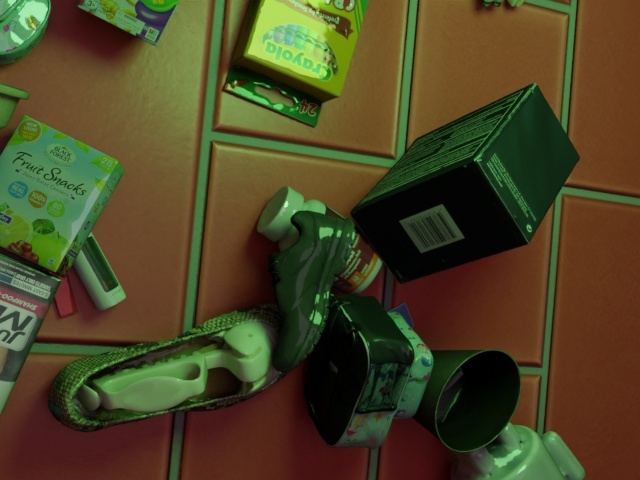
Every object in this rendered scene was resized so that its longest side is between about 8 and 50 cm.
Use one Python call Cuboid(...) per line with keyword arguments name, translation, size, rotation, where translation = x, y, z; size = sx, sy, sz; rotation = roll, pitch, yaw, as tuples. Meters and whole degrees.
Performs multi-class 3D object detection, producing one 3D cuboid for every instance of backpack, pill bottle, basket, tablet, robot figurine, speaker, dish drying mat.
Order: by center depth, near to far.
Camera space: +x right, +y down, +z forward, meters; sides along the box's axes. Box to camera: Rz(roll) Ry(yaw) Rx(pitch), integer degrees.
Cuboid(name="backpack", translation=(-0.522, -0.375, 1.287), size=(0.188, 0.144, 0.166), rotation=(41, 69, -21))
Cuboid(name="speaker", translation=(-0.383, 0.051, 1.390), size=(0.055, 0.055, 0.136), rotation=(-30, 101, -20))
Cuboid(name="dish drying mat", translation=(-0.438, 0.086, 1.391), size=(0.032, 0.008, 0.083), rotation=(-17, 96, -21))
Cuboid(name="backpack", translation=(0.073, 0.245, 1.485), size=(0.191, 0.225, 0.253), rotation=(10, 110, -26))
Cuboid(name="pill bottle", translation=(0.000, 0.000, 1.517), size=(0.221, 0.121, 0.121), rotation=(33, 77, -20))
Cuboid(name="basket", translation=(0.239, 0.284, 1.561), size=(0.204, 0.227, 0.154), rotation=(-46, 106, -16))
Cuboid(name="tablet", translation=(0.145, 0.166, 1.640), size=(0.083, 0.006, 0.054), rotation=(-26, 100, -20))
Cuboid(name="robot figurine", translation=(0.396, 0.514, 1.641), size=(0.300, 0.200, 0.353), rotation=(-34, 103, -11))

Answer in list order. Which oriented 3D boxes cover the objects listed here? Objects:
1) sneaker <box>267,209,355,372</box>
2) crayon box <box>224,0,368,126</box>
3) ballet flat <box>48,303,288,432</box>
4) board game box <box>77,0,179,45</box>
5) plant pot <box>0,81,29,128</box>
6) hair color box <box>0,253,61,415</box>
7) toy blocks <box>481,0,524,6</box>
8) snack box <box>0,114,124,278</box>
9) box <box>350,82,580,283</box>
Cuboid(name="sneaker", translation=(-0.040, 0.082, 1.405), size=(0.130, 0.109, 0.286), rotation=(20, 78, -9))
Cuboid(name="crayon box", translation=(-0.034, -0.396, 1.527), size=(0.202, 0.081, 0.318), rotation=(18, 83, -22))
Cuboid(name="ballet flat", translation=(-0.209, 0.225, 1.394), size=(0.483, 0.182, 0.164), rotation=(-13, 95, -23))
Cuboid(name="board game box", translation=(-0.264, -0.484, 1.320), size=(0.142, 0.144, 0.275), rotation=(24, 119, -21))
Cuboid(name="plant pot", translation=(-0.627, -0.120, 1.170), size=(0.334, 0.334, 0.305), rotation=(17, 95, -22))
Cuboid(name="hair color box", translation=(-0.559, 0.186, 1.284), size=(0.174, 0.105, 0.347), rotation=(25, 82, -19))
Cuboid(name="toy blocks", translation=(0.444, -0.686, 1.687), size=(0.289, 0.309, 0.260), rotation=(-11, 61, -34))
Cuboid(name="snack box", translation=(-0.446, -0.071, 1.326), size=(0.174, 0.070, 0.207), rotation=(25, 78, 2))
Cuboid(name="box", translation=(0.267, -0.100, 1.489), size=(0.182, 0.296, 0.294), rotation=(54, 47, -14))
